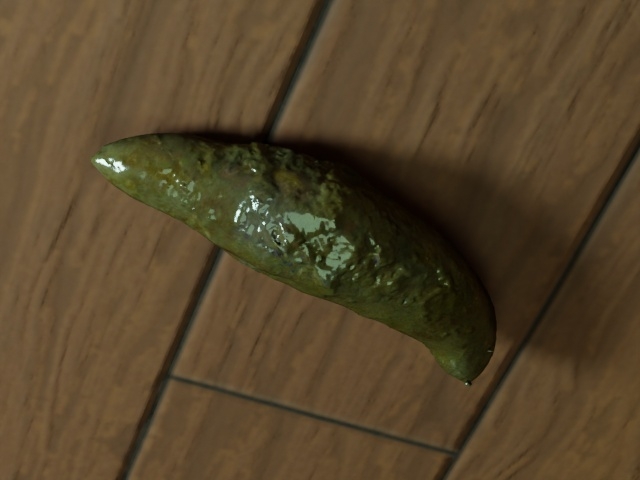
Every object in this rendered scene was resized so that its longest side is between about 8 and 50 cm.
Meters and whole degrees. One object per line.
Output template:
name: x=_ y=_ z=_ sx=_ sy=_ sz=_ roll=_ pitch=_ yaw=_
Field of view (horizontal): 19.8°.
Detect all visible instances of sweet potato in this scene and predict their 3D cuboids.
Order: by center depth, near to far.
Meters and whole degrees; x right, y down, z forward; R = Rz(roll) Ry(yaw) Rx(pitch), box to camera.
sweet potato: x=0.004 y=-0.001 z=1.309 sx=0.341 sy=0.092 sz=0.114 roll=28 pitch=142 yaw=-20
